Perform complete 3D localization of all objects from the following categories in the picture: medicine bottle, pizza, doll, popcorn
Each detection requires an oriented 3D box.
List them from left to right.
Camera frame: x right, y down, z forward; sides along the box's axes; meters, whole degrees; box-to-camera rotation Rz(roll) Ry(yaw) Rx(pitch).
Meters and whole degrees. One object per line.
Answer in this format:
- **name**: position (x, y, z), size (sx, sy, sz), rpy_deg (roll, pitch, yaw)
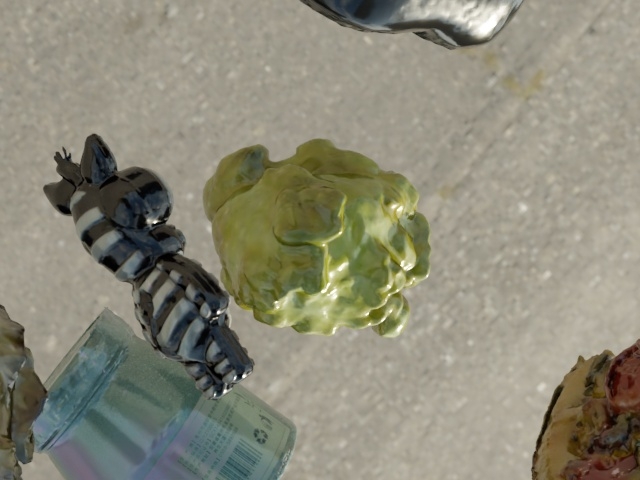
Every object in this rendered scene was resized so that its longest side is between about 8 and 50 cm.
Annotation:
- **medicine bottle**: position (-0.209, 0.242, 1.669), size (0.245, 0.290, 0.245), rpy_deg (-51, -173, 9)
- **doll**: position (-0.124, 0.017, 0.994), size (0.067, 0.219, 0.091), rpy_deg (-31, 172, -43)
- **popcorn**: position (0.000, 0.000, 1.590), size (0.250, 0.242, 0.235), rpy_deg (18, 137, -34)
- **pizza**: position (0.384, 0.145, 1.309), size (0.406, 0.130, 0.440), rpy_deg (-32, -166, 16)

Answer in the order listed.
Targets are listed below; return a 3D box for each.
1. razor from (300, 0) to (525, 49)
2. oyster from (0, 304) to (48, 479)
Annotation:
- **razor**: position (0.124, -0.281, 0.894), size (0.204, 0.113, 0.349), rpy_deg (7, 130, -41)
- **oyster**: position (-0.217, 0.047, 0.571), size (0.204, 0.396, 0.111), rpy_deg (-2, 147, -18)
